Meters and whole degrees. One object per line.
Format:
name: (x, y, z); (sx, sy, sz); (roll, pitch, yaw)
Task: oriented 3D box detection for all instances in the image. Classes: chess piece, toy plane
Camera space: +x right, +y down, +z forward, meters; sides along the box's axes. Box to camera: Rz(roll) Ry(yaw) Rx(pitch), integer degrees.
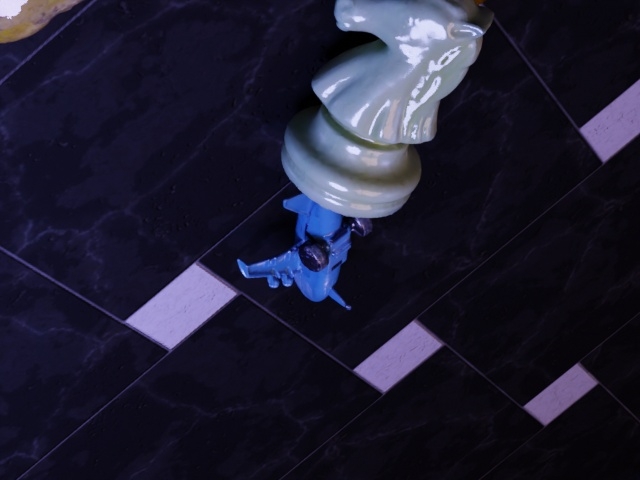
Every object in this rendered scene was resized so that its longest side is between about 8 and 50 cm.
chess piece: (0.074, -0.185, 2.091); (0.176, 0.176, 0.298); (-7, 136, -37)
toy plane: (0.000, 0.000, 2.324); (0.254, 0.105, 0.271); (-37, 147, -25)

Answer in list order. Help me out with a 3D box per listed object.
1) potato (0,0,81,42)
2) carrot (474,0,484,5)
potato: (-0.267, -0.290, 1.601); (0.266, 0.229, 0.229); (-40, 147, 13)
carrot: (0.192, -0.311, 2.128); (0.314, 0.066, 0.066); (-37, 148, 12)
